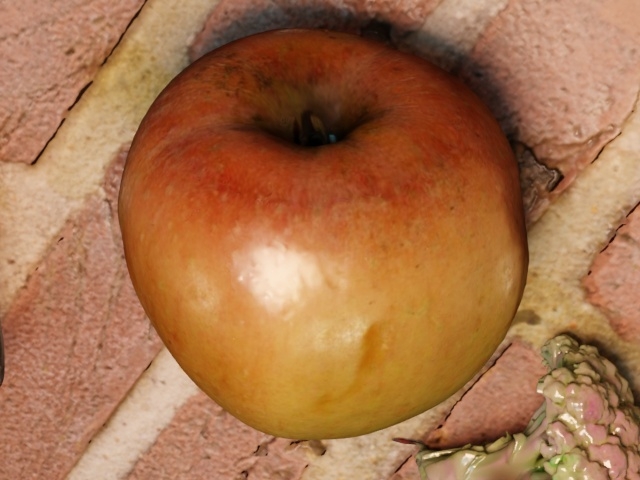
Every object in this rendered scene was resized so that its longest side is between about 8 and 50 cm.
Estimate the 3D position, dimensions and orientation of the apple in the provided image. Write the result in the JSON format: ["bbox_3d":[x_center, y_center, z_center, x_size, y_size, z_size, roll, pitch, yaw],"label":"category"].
[{"bbox_3d":[0.000,0.000,1.339,0.338,0.338,0.305,10,136,9],"label":"apple"}]

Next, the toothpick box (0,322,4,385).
[{"bbox_3d":[-0.484,0.075,1.472,0.355,0.263,0.263,-13,113,-6],"label":"toothpick box"}]

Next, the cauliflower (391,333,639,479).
[{"bbox_3d":[0.193,0.228,1.476,0.315,0.239,0.256,-1,141,33],"label":"cauliflower"}]
